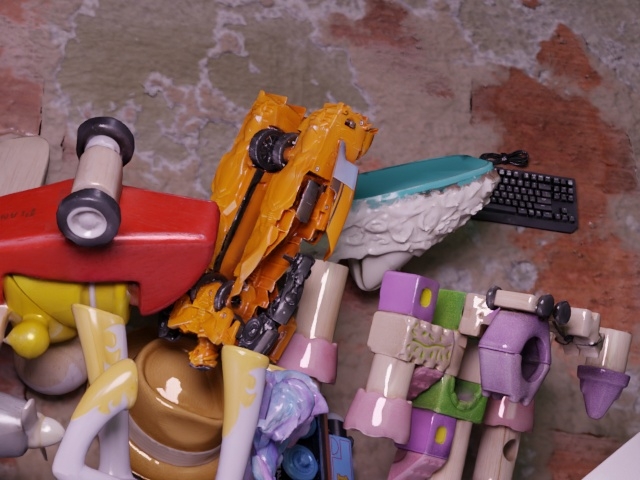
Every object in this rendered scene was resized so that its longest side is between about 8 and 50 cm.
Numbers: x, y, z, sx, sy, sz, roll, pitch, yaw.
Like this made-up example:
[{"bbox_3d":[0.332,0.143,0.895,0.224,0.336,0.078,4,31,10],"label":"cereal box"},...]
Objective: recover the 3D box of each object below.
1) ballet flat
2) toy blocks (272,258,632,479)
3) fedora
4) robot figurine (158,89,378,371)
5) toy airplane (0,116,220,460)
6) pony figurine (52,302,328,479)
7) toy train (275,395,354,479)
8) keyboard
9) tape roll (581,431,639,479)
[{"bbox_3d":[0.000,0.000,1.811,0.409,0.147,0.147,-10,63,-11],"label":"ballet flat"},{"bbox_3d":[0.134,0.184,1.629,0.288,0.309,0.260,21,80,-48],"label":"toy blocks"},{"bbox_3d":[-0.147,0.161,1.707,0.194,0.079,0.194,9,58,-14],"label":"fedora"},{"bbox_3d":[-0.056,-0.002,1.628,0.085,0.211,0.291,27,83,-38],"label":"robot figurine"},{"bbox_3d":[-0.325,0.055,1.632,0.386,0.272,0.384,-41,41,-25],"label":"toy airplane"},{"bbox_3d":[-0.120,0.274,1.456,0.351,0.303,0.363,19,80,-24],"label":"pony figurine"},{"bbox_3d":[-0.009,0.248,1.700,0.105,0.080,0.184,18,50,-29],"label":"toy train"},{"bbox_3d":[0.230,-0.070,2.010,0.180,0.023,0.108,9,58,-15],"label":"keyboard"},{"bbox_3d":[0.263,0.306,1.636,0.286,0.286,0.100,-32,74,-31],"label":"tape roll"}]
